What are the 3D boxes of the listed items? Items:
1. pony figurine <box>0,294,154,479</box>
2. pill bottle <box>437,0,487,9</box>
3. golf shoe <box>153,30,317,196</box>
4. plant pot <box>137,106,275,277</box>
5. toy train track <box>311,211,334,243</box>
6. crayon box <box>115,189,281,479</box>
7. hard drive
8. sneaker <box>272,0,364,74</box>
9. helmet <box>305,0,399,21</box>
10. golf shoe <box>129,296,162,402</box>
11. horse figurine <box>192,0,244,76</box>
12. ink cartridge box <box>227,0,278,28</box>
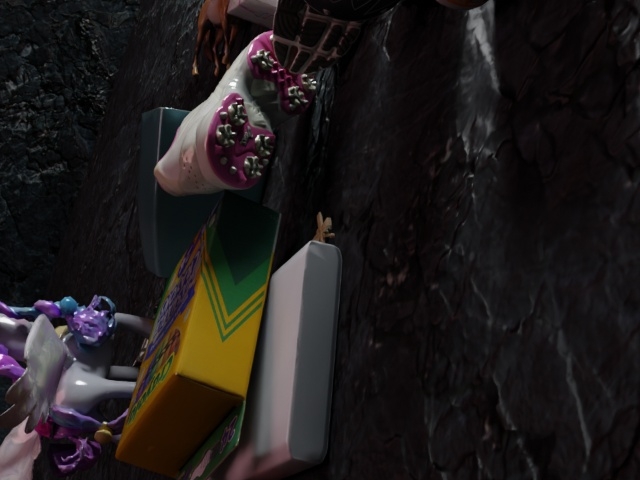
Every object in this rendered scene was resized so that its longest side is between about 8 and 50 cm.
[{"bbox_3d":[-0.339,0.211,1.277,0.351,0.364,0.302,-108,38,-55],"label":"pony figurine"},{"bbox_3d":[0.144,-0.257,0.748,0.152,0.086,0.086,145,136,-61],"label":"pill bottle"},{"bbox_3d":[-0.106,-0.161,1.155,0.140,0.115,0.306,-19,26,35],"label":"golf shoe"},{"bbox_3d":[-0.182,-0.061,1.356,0.165,0.166,0.234,-169,87,-70],"label":"plant pot"},{"bbox_3d":[0.000,0.000,1.049,0.083,0.014,0.048,124,145,-54],"label":"toy train track"},{"bbox_3d":[-0.141,0.124,1.064,0.203,0.083,0.322,-52,22,42],"label":"crayon box"},{"bbox_3d":[-0.077,0.170,1.082,0.353,0.047,0.232,138,142,-57],"label":"hard drive"},{"bbox_3d":[0.020,-0.332,1.143,0.118,0.107,0.278,-106,36,-85],"label":"sneaker"},{"bbox_3d":[0.043,-0.313,0.942,0.161,0.170,0.169,-76,13,-56],"label":"helmet"},{"bbox_3d":[-0.258,0.181,1.528,0.094,0.077,0.198,-119,50,-81],"label":"golf shoe"},{"bbox_3d":[-0.178,-0.390,1.699,0.263,0.066,0.174,-175,94,-67],"label":"horse figurine"},{"bbox_3d":[-0.068,-0.374,1.368,0.143,0.090,0.092,-172,96,-70],"label":"ink cartridge box"}]
